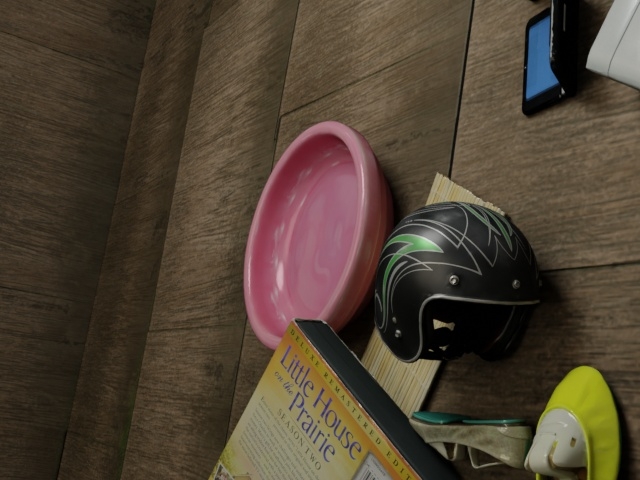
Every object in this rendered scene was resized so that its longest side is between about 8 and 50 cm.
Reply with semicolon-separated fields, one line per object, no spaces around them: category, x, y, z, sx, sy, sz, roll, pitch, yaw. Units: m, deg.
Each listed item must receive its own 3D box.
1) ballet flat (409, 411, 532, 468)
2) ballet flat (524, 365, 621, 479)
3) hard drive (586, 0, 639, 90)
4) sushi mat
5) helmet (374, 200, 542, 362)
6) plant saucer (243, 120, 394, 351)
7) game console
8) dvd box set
ballet flat;0.148;0.206;0.868;0.168;0.057;0.052;-13;75;59
ballet flat;0.211;0.218;0.723;0.077;0.077;0.231;-21;59;57
hard drive;0.368;-0.188;0.620;0.233;0.047;0.353;-66;30;16
sushi mat;0.119;0.085;1.013;0.151;0.019;0.317;41;112;58
helmet;0.138;0.039;0.857;0.169;0.169;0.162;-116;40;-51
plant saucer;0.000;0.000;1.199;0.332;0.084;0.332;-33;50;50
game console;0.235;-0.211;0.898;0.071;0.107;0.122;-4;72;31
dvd box set;-0.026;0.351;1.026;0.307;0.062;0.420;46;118;41
